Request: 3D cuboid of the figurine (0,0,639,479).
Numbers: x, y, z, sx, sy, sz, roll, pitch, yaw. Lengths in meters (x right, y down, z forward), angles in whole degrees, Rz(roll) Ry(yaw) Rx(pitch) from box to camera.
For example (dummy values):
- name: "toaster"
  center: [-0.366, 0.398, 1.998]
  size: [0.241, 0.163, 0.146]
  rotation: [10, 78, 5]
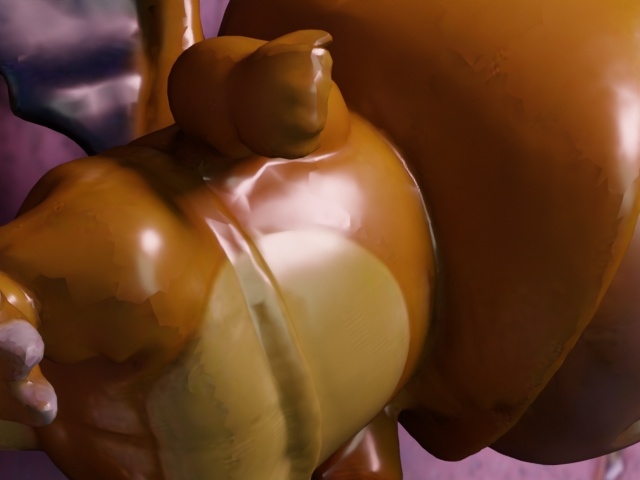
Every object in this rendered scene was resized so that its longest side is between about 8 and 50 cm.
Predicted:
- name: "figurine"
  center: [-0.006, -0.031, 0.678]
  size: [0.387, 0.268, 0.401]
  rotation: [-36, 110, -33]
